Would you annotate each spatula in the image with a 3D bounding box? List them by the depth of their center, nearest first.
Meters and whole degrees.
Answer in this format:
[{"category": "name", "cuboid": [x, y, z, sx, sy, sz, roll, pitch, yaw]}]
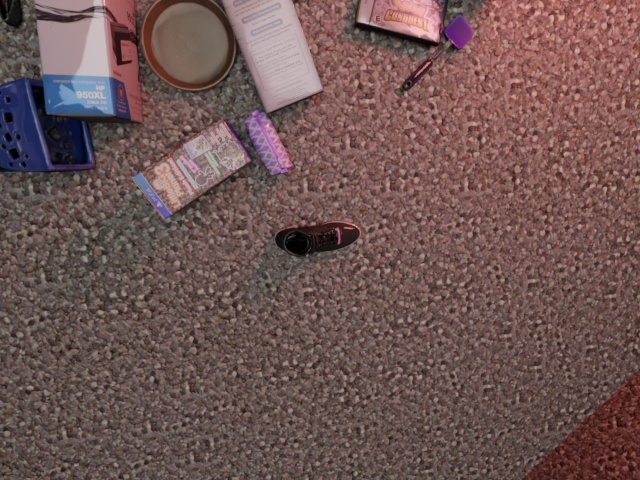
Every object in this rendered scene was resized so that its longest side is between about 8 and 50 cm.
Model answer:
[{"category": "spatula", "cuboid": [0.374, -0.594, 1.351, 0.084, 0.030, 0.296, 44, 94, -8]}]

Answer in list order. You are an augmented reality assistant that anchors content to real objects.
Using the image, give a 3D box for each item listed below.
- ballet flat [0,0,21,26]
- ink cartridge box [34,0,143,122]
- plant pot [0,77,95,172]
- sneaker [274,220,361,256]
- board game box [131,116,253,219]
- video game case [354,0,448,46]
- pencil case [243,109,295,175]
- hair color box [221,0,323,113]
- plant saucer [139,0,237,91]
[{"category": "ballet flat", "cuboid": [-0.867, -0.685, 1.158, 0.057, 0.049, 0.173, -9, 103, -7]}, {"category": "ink cartridge box", "cuboid": [-0.597, -0.521, 1.106, 0.166, 0.285, 0.396, -1, 102, -9]}, {"category": "plant pot", "cuboid": [-0.802, -0.299, 1.159, 0.211, 0.236, 0.236, -7, 102, 1]}, {"category": "sneaker", "cuboid": [0.000, 0.000, 1.366, 0.295, 0.147, 0.105, -5, 100, -8]}, {"category": "board game box", "cuboid": [-0.356, -0.212, 1.231, 0.290, 0.232, 0.141, -34, 103, 0]}, {"category": "video game case", "cuboid": [0.259, -0.755, 1.288, 0.274, 0.035, 0.249, 10, 95, -8]}, {"category": "pencil case", "cuboid": [-0.163, -0.299, 1.313, 0.086, 0.088, 0.206, -29, 103, 0]}, {"category": "hair color box", "cuboid": [-0.141, -0.585, 1.223, 0.185, 0.114, 0.375, -20, 106, 7]}, {"category": "plant saucer", "cuboid": [-0.387, -0.587, 1.248, 0.277, 0.041, 0.278, -2, 102, -8]}]
